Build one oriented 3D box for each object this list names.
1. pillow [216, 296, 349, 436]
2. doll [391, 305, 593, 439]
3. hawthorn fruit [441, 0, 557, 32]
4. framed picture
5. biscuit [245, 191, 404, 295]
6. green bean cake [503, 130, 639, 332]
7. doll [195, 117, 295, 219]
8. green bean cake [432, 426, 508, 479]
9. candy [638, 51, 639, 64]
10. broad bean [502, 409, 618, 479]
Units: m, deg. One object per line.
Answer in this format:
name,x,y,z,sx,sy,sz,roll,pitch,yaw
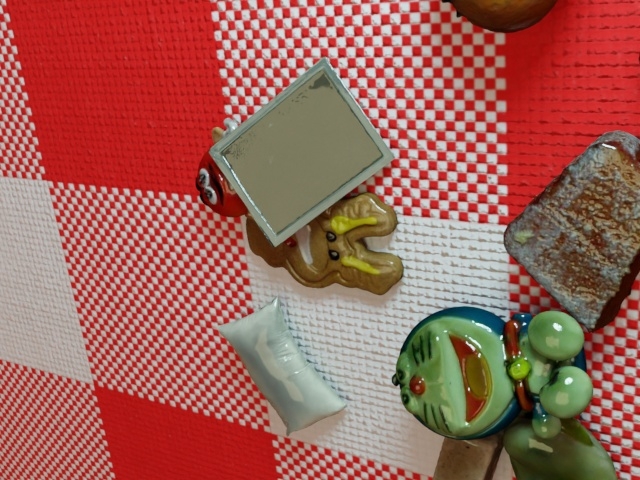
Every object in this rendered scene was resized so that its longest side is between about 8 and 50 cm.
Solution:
pillow,-0.070,0.232,1.489,0.144,0.078,0.254,-32,92,28
doll,0.249,0.195,1.193,0.322,0.186,0.198,-6,87,31
hawthorn fruit,0.234,-0.377,0.958,0.199,0.199,0.251,44,114,9
framed picture,-0.033,-0.137,1.284,0.252,0.014,0.197,-36,87,19
biscuit,-0.002,0.001,1.361,0.295,0.044,0.185,1,109,32
green bean cake,0.379,-0.015,1.073,0.198,0.097,0.232,43,127,11
doll,-0.140,-0.118,1.370,0.217,0.085,0.183,-14,90,34
green bean cake,0.244,0.359,1.321,0.085,0.109,0.179,22,121,22
candy,0.431,-0.275,0.946,0.086,0.059,0.292,19,119,29
broad bean,0.374,0.348,1.248,0.169,0.100,0.228,1,123,39
